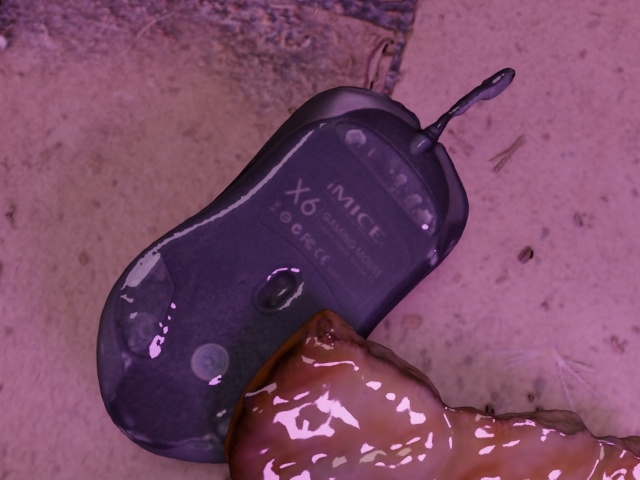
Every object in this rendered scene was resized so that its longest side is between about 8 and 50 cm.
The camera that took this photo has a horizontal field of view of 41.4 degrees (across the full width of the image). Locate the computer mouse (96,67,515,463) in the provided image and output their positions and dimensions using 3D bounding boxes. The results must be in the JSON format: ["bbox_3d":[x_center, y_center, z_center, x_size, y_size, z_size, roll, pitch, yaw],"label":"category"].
[{"bbox_3d":[0.000,0.000,0.611,0.379,0.090,0.167,-41,102,-10],"label":"computer mouse"}]

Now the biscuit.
[{"bbox_3d":[0.082,0.158,0.561,0.299,0.045,0.154,23,94,-11],"label":"biscuit"}]
